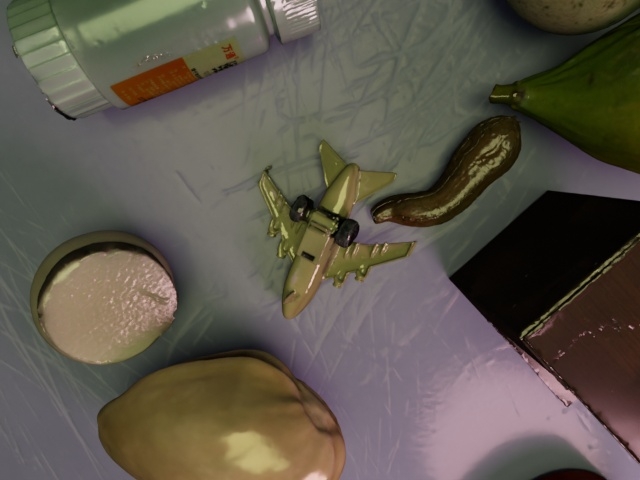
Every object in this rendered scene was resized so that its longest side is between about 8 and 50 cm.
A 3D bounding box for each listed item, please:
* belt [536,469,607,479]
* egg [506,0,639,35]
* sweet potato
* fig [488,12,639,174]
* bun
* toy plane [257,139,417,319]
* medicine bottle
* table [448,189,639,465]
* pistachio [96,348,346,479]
[{"bbox_3d":[0.358,0.513,0.742,0.227,0.115,0.324,40,96,-7],"label":"belt"},{"bbox_3d":[0.287,-0.348,0.571,0.228,0.177,0.177,44,95,12],"label":"egg"},{"bbox_3d":[0.179,-0.079,0.667,0.233,0.062,0.081,-38,81,7],"label":"sweet potato"},{"bbox_3d":[0.401,-0.201,0.586,0.314,0.233,0.233,30,97,18],"label":"fig"},{"bbox_3d":[-0.279,0.068,0.636,0.173,0.120,0.172,-8,107,-28],"label":"bun"},{"bbox_3d":[0.000,0.000,0.653,0.229,0.092,0.244,27,98,13],"label":"toy plane"},{"bbox_3d":[-0.173,-0.263,0.569,0.318,0.158,0.158,-21,100,0],"label":"medicine bottle"},{"bbox_3d":[0.355,0.110,0.610,0.196,0.250,0.282,-43,98,4],"label":"table"},{"bbox_3d":[-0.125,0.250,0.638,0.318,0.193,0.213,2,88,8],"label":"pistachio"}]
